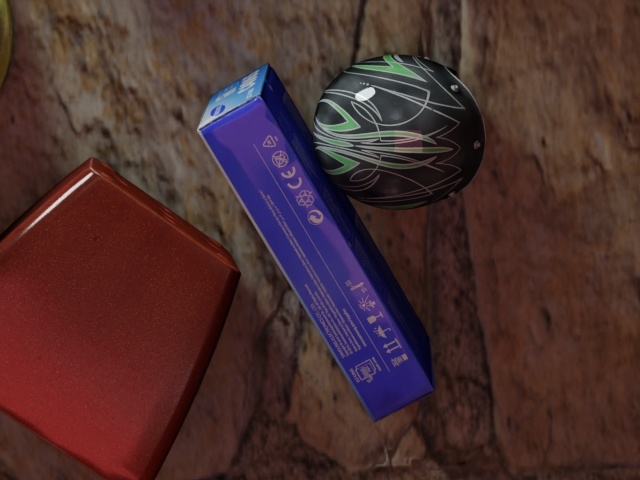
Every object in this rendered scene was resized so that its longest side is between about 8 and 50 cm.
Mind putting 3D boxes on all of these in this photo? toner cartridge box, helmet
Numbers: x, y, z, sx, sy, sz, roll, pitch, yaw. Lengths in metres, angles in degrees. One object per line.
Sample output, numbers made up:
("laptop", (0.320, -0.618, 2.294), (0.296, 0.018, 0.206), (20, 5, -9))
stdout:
("toner cartridge box", (0.000, 0.000, 1.745), (0.075, 0.165, 0.348), (-29, 103, 8))
("helmet", (0.077, -0.107, 1.713), (0.169, 0.161, 0.169), (0, 106, 0))

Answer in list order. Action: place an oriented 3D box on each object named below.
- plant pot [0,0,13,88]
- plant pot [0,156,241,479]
("plant pot", (-0.457, -0.180, 1.641), (0.276, 0.254, 0.276), (1, 108, 4))
("plant pot", (-0.224, 0.064, 1.730), (0.267, 0.267, 0.236), (35, 91, -9))
